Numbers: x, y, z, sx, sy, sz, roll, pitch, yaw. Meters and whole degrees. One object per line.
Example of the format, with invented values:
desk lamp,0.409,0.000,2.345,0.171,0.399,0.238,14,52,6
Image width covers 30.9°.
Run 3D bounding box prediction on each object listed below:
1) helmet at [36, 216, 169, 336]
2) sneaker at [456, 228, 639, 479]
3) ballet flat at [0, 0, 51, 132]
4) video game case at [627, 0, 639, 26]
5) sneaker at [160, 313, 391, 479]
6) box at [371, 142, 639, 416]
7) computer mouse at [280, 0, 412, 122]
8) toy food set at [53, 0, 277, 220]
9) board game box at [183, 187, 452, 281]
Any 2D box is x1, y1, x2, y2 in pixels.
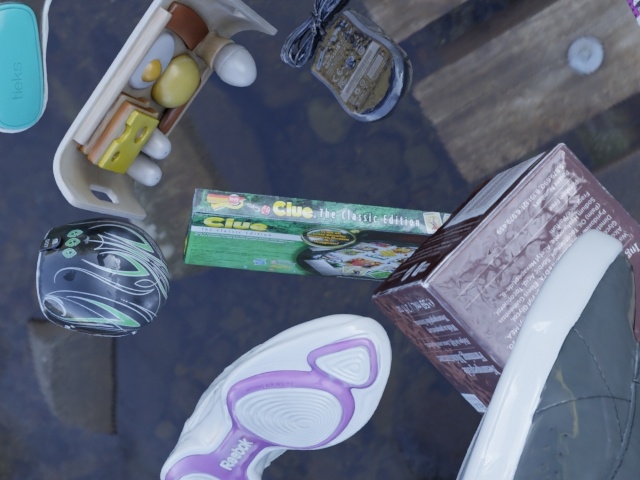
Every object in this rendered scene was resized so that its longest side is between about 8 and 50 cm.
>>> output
helmet,-0.287,0.049,1.570,0.161,0.169,0.170,4,116,6
sneaker,0.117,0.121,0.427,0.146,0.296,0.105,19,136,10
ballet flat,-0.422,-0.347,1.560,0.139,0.139,0.400,16,112,14
video game case,0.546,-0.329,1.763,0.232,0.210,0.042,26,127,-33
sneaker,-0.043,0.128,1.038,0.114,0.152,0.305,36,133,-15
box,0.183,0.057,0.966,0.203,0.167,0.168,47,166,-3
computer mouse,0.061,-0.269,1.692,0.188,0.072,0.272,-54,47,22
toy food set,-0.180,-0.162,1.416,0.092,0.219,0.306,36,96,14
board game box,0.000,0.000,1.134,0.259,0.030,0.136,6,159,-10
